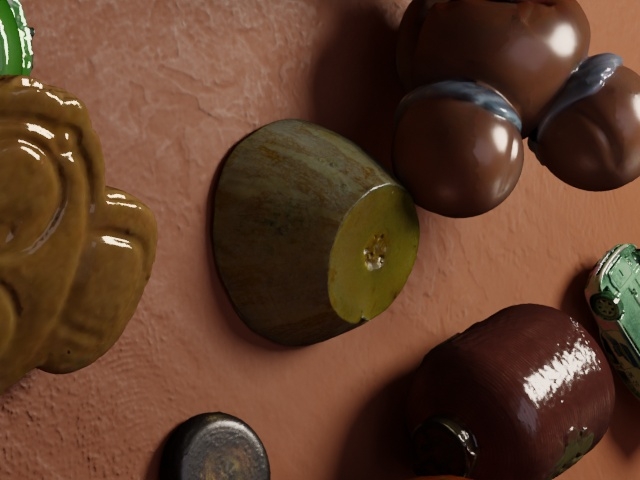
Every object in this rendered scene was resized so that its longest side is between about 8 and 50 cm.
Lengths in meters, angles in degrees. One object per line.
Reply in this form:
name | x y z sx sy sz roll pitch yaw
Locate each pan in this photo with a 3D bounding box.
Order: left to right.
pan | -0.085 0.258 1.747 0.115 0.040 0.212 -13 97 -40

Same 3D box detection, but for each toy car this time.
toy car | 0.360 0.108 2.180 0.090 0.076 0.224 -47 112 -35

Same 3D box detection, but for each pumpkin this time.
pumpkin | 0.012 -0.007 1.818 0.217 0.110 0.217 -1 91 -51

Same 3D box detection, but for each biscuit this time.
biscuit | -0.273 0.000 1.498 0.376 0.051 0.269 16 96 -45

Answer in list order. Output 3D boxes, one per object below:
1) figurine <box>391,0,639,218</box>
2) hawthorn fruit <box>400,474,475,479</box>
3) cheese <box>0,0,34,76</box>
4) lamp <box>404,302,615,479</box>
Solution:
figurine | 0.183 -0.237 1.864 0.276 0.248 0.388 -9 122 -17
hawthorn fruit | 0.103 0.383 1.792 0.307 0.276 0.276 -51 123 -18
cheese | -0.300 -0.189 1.517 0.204 0.083 0.320 14 81 -42
lamp | 0.188 0.163 1.944 0.258 0.180 0.180 -26 107 -45
